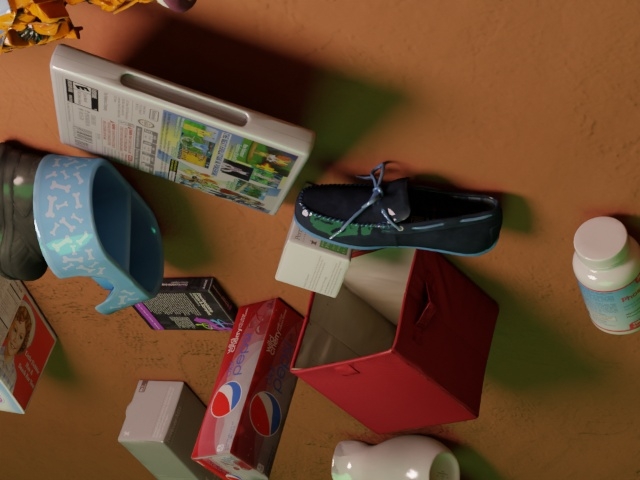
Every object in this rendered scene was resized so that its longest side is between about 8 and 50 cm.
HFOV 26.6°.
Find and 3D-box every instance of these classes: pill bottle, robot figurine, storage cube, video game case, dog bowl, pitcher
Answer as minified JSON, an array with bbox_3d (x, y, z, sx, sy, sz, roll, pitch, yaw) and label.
[{"bbox_3d":[0.364,0.043,1.692,0.087,0.087,0.160,0,145,24],"label":"pill bottle"},{"bbox_3d":[-0.284,-0.251,1.403,0.211,0.085,0.291,-18,-174,-28],"label":"robot figurine"},{"bbox_3d":[0.106,0.136,1.856,0.215,0.183,0.193,-16,136,40],"label":"storage cube"},{"bbox_3d":[-0.171,-0.124,1.625,0.300,0.036,0.329,19,167,-5],"label":"video game case"},{"bbox_3d":[-0.288,-0.009,1.811,0.074,0.166,0.297,-7,156,13],"label":"dog bowl"},{"bbox_3d":[0.150,0.396,2.314,0.178,0.125,0.207,17,166,-42],"label":"pitcher"}]

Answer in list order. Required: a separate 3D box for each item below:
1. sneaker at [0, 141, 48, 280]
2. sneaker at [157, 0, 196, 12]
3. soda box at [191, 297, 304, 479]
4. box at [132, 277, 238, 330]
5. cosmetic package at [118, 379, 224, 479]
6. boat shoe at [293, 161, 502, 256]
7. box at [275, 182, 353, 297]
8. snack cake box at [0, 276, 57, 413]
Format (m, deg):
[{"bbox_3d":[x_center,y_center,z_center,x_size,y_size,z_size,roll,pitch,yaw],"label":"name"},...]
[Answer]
[{"bbox_3d":[-0.396,-0.023,1.915,0.130,0.109,0.286,9,150,-1],"label":"sneaker"},{"bbox_3d":[-0.133,-0.301,1.400,0.084,0.069,0.185,14,149,14],"label":"sneaker"},{"bbox_3d":[-0.099,0.220,1.999,0.083,0.263,0.092,-16,136,40],"label":"soda box"},{"bbox_3d":[-0.214,0.098,2.084,0.162,0.029,0.116,0,145,25],"label":"box"},{"bbox_3d":[-0.250,0.357,2.406,0.107,0.127,0.238,0,146,24],"label":"cosmetic package"},{"bbox_3d":[0.098,-0.048,1.682,0.258,0.109,0.089,2,141,-8],"label":"boat shoe"},{"bbox_3d":[0.000,0.000,1.772,0.087,0.101,0.102,17,146,-1],"label":"box"},{"bbox_3d":[-0.530,0.148,2.183,0.089,0.152,0.264,6,146,16],"label":"snack cake box"}]
